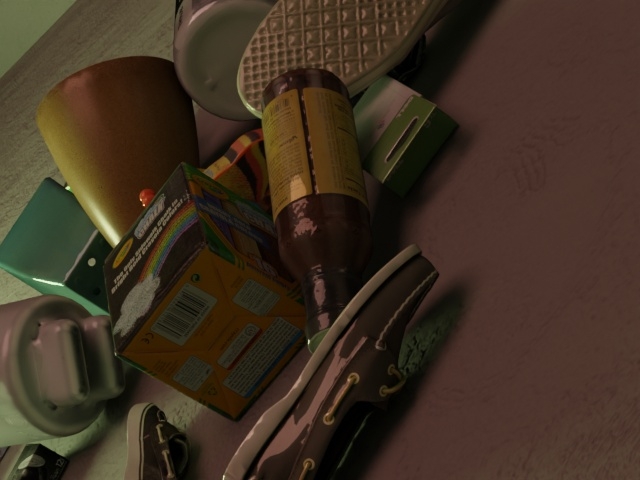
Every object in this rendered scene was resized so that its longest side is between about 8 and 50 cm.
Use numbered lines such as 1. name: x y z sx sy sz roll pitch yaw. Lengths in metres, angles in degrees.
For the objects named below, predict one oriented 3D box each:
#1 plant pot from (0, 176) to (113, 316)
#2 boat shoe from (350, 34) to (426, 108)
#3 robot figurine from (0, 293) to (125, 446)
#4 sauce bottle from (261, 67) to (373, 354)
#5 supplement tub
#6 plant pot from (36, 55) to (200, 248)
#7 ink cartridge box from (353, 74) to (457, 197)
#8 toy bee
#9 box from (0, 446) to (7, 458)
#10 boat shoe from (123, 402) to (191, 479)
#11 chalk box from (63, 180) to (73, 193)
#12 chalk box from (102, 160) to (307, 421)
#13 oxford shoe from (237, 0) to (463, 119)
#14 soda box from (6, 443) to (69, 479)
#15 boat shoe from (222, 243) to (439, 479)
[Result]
1. plant pot: -0.374 0.028 2.397 0.165 0.165 0.234 -57 30 -6
2. boat shoe: 0.068 -0.195 1.934 0.083 0.065 0.183 -16 43 56
3. robot figurine: -0.439 0.190 2.171 0.353 0.300 0.199 -13 81 37
4. sauce bottle: -0.001 -0.031 1.694 0.111 0.111 0.344 -37 45 37
5. supplement tub: -0.119 -0.340 2.337 0.207 0.207 0.338 -46 24 21
6. plant pot: -0.272 -0.103 2.263 0.237 0.237 0.254 -39 61 35
7. ink cartridge box: 0.091 -0.119 1.781 0.109 0.062 0.209 -54 22 4
8. toy bee: -0.147 -0.043 2.030 0.195 0.162 0.298 -1 56 61
9. box: -0.533 0.319 2.425 0.324 0.063 0.067 -60 21 -13
10. boat shoe: -0.187 0.257 1.813 0.070 0.077 0.219 -16 25 2
11. chalk box: -0.301 -0.137 2.520 0.213 0.132 0.132 -33 29 40
12. chalk box: -0.137 0.043 1.842 0.180 0.179 0.289 -50 25 15
13. oxford shoe: 0.086 -0.300 1.888 0.449 0.169 0.130 -45 -17 -6
14. soda box: -0.419 0.368 2.136 0.060 0.053 0.169 -14 46 59
15. boat shoe: 0.028 0.144 1.498 0.305 0.091 0.109 -53 -15 -2
